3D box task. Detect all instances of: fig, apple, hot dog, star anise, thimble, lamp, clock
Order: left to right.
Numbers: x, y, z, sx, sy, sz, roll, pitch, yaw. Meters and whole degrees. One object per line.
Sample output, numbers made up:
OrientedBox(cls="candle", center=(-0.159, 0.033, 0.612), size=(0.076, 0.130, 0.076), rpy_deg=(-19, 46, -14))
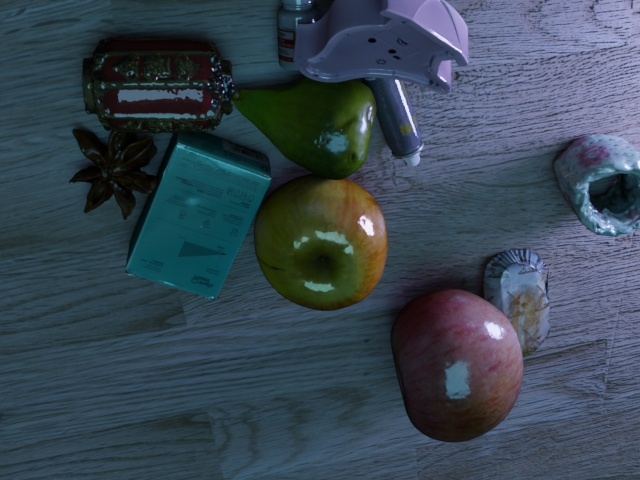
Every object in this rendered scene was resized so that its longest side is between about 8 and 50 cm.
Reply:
OrientedBox(cls="star anise", center=(-0.393, -0.144, 1.653), size=(0.212, 0.111, 0.196), rpy_deg=(-14, 105, 35))
OrientedBox(cls="lamp", center=(-0.295, -0.283, 1.558), size=(0.273, 0.177, 0.177), rpy_deg=(0, 120, -6))
OrientedBox(cls="fig", center=(-0.036, -0.230, 1.632), size=(0.275, 0.206, 0.206), rpy_deg=(11, 118, 1))
OrientedBox(cls="apple", center=(0.000, 0.000, 1.720), size=(0.285, 0.233, 0.286), rpy_deg=(0, 122, 0))
OrientedBox(cls="clock", center=(0.123, -0.337, 1.496), size=(0.290, 0.080, 0.275), rpy_deg=(18, 159, -40))
OrientedBox(cls="apple", center=(0.302, 0.269, 1.879), size=(0.269, 0.345, 0.345), rpy_deg=(-14, 121, 0))
OrientedBox(cls="hot dog", center=(0.450, 0.150, 1.970), size=(0.162, 0.082, 0.271), rpy_deg=(-13, 114, -10))
OrientedBox(cls="thimble", center=(0.597, -0.119, 1.797), size=(0.211, 0.149, 0.185), rpy_deg=(15, 118, -17))

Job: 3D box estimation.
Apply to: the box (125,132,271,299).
OrientedBox(cls="box", center=(-0.250, -0.056, 1.720), size=(0.205, 0.118, 0.311), rpy_deg=(19, 115, -16))

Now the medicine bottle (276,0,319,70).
OrientedBox(cls="medicine bottle", center=(-0.041, -0.393, 1.580), size=(0.079, 0.079, 0.140), rpy_deg=(-4, 120, -6))

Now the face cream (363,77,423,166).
OrientedBox(cls="face cream", center=(0.140, -0.272, 1.681), size=(0.073, 0.073, 0.284), rpy_deg=(-21, 121, 4))
